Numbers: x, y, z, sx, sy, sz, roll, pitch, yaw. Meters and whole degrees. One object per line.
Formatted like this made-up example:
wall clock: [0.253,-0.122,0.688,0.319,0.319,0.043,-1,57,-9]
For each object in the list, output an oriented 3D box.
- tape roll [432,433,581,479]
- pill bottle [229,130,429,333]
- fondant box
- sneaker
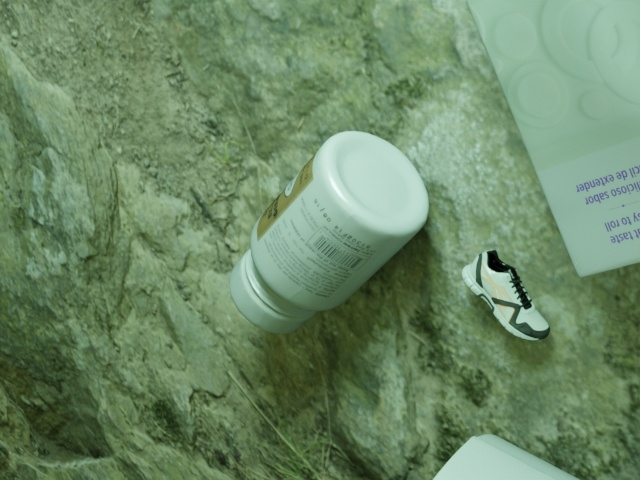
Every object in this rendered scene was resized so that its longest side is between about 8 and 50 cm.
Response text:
tape roll: [0.188,0.337,1.128,0.169,0.246,0.246,26,123,29]
pill bottle: [0.000,0.000,1.212,0.131,0.131,0.229,52,132,9]
fondant box: [0.273,-0.158,0.946,0.238,0.096,0.330,-19,97,42]
sneaker: [0.190,0.055,1.143,0.109,0.040,0.043,45,129,15]
